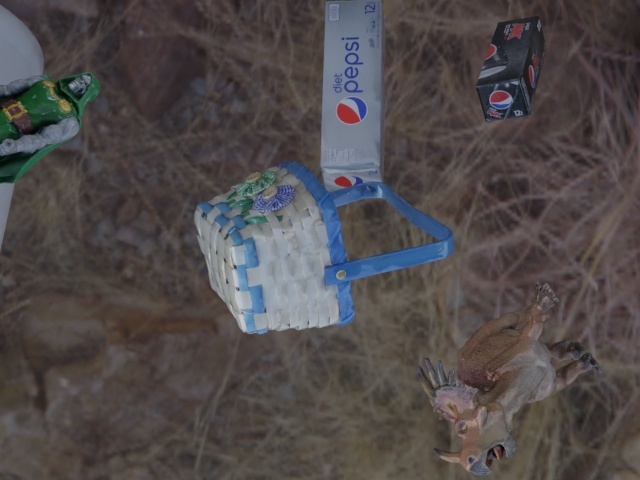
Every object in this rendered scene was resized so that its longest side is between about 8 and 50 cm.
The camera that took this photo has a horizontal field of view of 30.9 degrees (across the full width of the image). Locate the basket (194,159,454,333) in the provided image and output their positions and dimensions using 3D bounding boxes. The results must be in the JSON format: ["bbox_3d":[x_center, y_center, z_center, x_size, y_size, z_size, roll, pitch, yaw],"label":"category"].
[{"bbox_3d":[0.000,0.000,1.506,0.289,0.255,0.201,-12,111,-19],"label":"basket"}]

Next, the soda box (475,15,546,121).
[{"bbox_3d":[0.243,-0.219,1.461,0.060,0.169,0.053,-5,125,24],"label":"soda box"}]

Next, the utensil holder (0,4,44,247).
[{"bbox_3d":[-0.550,-0.097,1.473,0.327,0.385,0.327,5,157,2],"label":"utensil holder"}]

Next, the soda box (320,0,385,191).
[{"bbox_3d":[0.052,-0.220,1.762,0.091,0.286,0.098,-1,159,7],"label":"soda box"}]

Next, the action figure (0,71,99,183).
[{"bbox_3d":[-0.303,-0.099,1.057,0.137,0.232,0.063,51,151,14],"label":"action figure"}]

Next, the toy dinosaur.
[{"bbox_3d":[0.201,0.148,1.324,0.200,0.295,0.127,-33,89,5],"label":"toy dinosaur"}]
